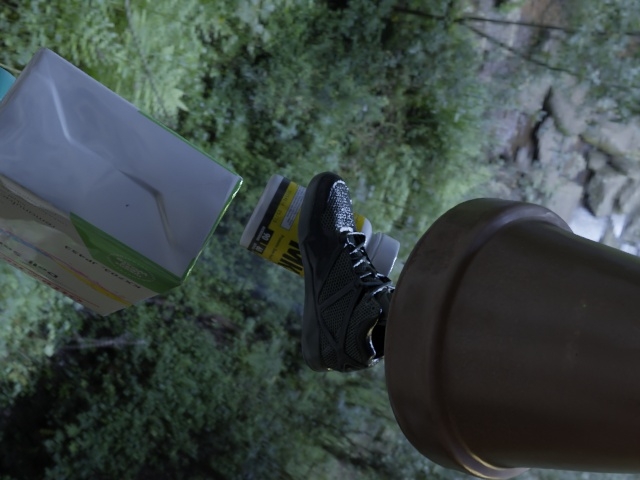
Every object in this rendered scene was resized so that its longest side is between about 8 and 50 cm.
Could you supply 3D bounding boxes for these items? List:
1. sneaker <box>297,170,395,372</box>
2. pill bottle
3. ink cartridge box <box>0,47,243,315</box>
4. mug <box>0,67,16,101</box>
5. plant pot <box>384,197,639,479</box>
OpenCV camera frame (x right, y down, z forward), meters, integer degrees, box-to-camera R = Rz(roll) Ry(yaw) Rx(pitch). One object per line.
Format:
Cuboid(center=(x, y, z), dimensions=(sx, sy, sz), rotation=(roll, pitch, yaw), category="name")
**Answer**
Cuboid(center=(0.043, 0.034, 1.018), dimensions=(0.087, 0.130, 0.228), rotation=(4, 84, -53), category="sneaker")
Cuboid(center=(0.000, 0.000, 1.312), dimensions=(0.208, 0.119, 0.119), rotation=(26, 86, -3), category="pill bottle")
Cuboid(center=(-0.245, -0.030, 0.898), dimensions=(0.207, 0.353, 0.119), rotation=(33, 68, -17), category="ink cartridge box")
Cuboid(center=(-0.497, -0.187, 1.344), dimensions=(0.097, 0.157, 0.129), rotation=(-84, 159, -44), category="mug")
Cuboid(center=(0.223, 0.096, 0.792), dimensions=(0.263, 0.229, 0.263), rotation=(-5, 98, -42), category="plant pot")
